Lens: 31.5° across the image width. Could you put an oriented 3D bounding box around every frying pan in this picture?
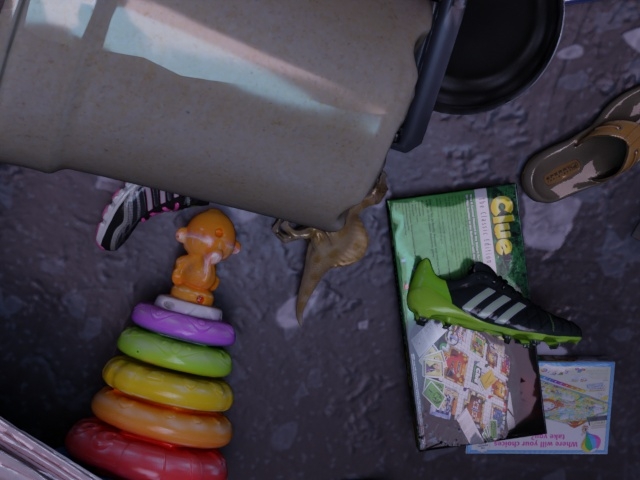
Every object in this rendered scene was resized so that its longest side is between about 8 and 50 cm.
[{"bbox_3d":[0.111,-0.278,1.074,0.197,0.053,0.326,-21,93,26],"label":"frying pan"}]

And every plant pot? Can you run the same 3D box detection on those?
[{"bbox_3d":[-0.085,-0.162,0.958,0.306,0.334,0.333,21,99,-9],"label":"plant pot"}]

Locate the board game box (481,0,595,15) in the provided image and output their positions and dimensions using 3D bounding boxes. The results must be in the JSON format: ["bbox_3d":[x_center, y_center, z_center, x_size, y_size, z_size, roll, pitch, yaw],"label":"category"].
[{"bbox_3d":[0.248,-0.299,1.106,0.201,0.035,0.136,-9,102,-2],"label":"board game box"}]

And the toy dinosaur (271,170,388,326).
[{"bbox_3d":[0.000,0.000,1.137,0.093,0.053,0.183,31,97,-11],"label":"toy dinosaur"}]

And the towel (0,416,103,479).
[{"bbox_3d":[-0.349,0.227,1.047,0.317,0.332,0.053,35,52,-10],"label":"towel"}]

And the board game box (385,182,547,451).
[{"bbox_3d":[0.149,0.078,1.157,0.136,0.030,0.259,-7,93,-1],"label":"board game box"}]

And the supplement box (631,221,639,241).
[{"bbox_3d":[0.366,-0.032,1.155,0.036,0.062,0.098,28,98,-11],"label":"supplement box"}]

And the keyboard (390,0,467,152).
[{"bbox_3d":[0.043,-0.255,1.063,0.202,0.033,0.317,20,111,13],"label":"keyboard"}]

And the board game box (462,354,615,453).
[{"bbox_3d":[0.230,0.174,1.202,0.154,0.026,0.103,1,101,-5],"label":"board game box"}]

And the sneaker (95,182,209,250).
[{"bbox_3d":[-0.149,-0.047,1.110,0.075,0.063,0.170,41,91,-5],"label":"sneaker"}]

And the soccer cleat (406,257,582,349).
[{"bbox_3d":[0.175,0.062,1.117,0.179,0.060,0.072,13,79,-3],"label":"soccer cleat"}]

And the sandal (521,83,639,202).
[{"bbox_3d":[0.287,-0.093,1.143,0.180,0.049,0.072,-31,102,2],"label":"sandal"}]

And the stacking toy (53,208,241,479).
[{"bbox_3d":[-0.143,0.114,1.111,0.175,0.166,0.301,14,89,-23],"label":"stacking toy"}]
